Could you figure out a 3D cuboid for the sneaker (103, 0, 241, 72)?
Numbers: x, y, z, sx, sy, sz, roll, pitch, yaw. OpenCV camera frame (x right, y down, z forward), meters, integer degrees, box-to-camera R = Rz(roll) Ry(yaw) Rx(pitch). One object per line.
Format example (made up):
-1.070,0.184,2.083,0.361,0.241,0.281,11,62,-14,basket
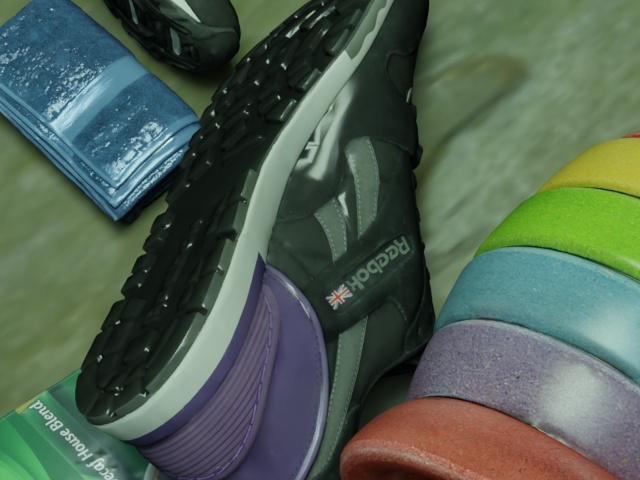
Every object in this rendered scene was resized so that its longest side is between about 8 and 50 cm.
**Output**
-0.092,-0.206,0.847,0.108,0.100,0.271,-21,69,-8,sneaker

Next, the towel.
-0.113,-0.067,0.832,0.067,0.029,0.119,-44,71,-11,towel

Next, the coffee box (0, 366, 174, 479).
-0.124,0.135,0.751,0.184,0.040,0.113,-31,70,-6,coffee box

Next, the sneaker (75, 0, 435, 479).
0.000,0.000,0.774,0.124,0.107,0.283,41,55,-23,sneaker

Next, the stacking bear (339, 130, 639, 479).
0.151,0.025,0.712,0.164,0.175,0.289,34,67,9,stacking bear
